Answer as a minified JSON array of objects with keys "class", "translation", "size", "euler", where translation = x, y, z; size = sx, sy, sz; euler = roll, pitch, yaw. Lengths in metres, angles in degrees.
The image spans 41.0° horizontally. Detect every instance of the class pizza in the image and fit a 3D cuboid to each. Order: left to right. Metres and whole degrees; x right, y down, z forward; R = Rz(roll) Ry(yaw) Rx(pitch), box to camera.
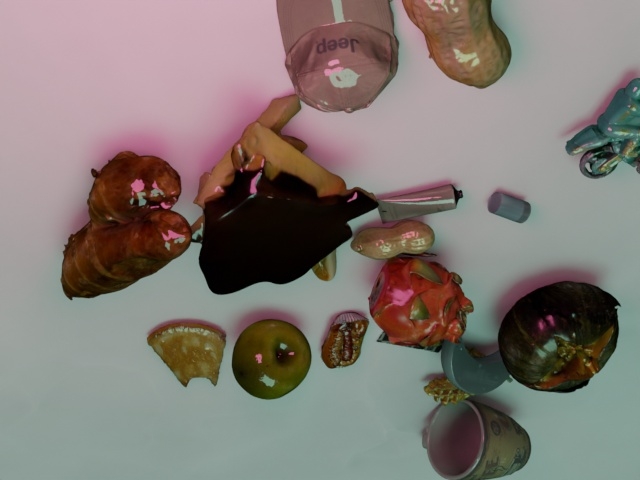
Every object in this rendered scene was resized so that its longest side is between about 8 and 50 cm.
[{"class":"pizza","translation":[-0.310,0.284,2.121],"size":[0.181,0.034,0.262],"euler":[-13,135,3]}]

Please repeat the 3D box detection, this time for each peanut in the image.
[{"class":"peanut","translation":[0.159,-0.001,1.895],"size":[0.187,0.082,0.082],"euler":[-12,135,2]},{"class":"peanut","translation":[0.245,-0.379,1.503],"size":[0.149,0.149,0.313],"euler":[-26,136,15]}]

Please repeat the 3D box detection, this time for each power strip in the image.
[{"class":"power strip","translation":[0.417,0.320,2.231],"size":[0.253,0.054,0.167],"euler":[17,96,-30]}]

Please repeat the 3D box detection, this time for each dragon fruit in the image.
[{"class":"dragon fruit","translation":[0.227,0.139,1.962],"size":[0.227,0.224,0.224],"euler":[10,132,-13]}]

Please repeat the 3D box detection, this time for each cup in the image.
[{"class":"cup","translation":[0.443,0.592,2.473],"size":[0.257,0.227,0.301],"euler":[21,156,-33]}]

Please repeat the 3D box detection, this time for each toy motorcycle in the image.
[{"class":"toy motorcycle","translation":[0.648,-0.236,1.741],"size":[0.297,0.109,0.198],"euler":[-35,129,20]}]

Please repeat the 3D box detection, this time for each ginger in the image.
[{"class":"ginger","translation":[-0.396,-0.026,1.691],"size":[0.176,0.254,0.418],"euler":[-7,163,-40]},{"class":"ginger","translation":[-0.100,-0.087,1.709],"size":[0.359,0.211,0.413],"euler":[-3,146,-26]}]

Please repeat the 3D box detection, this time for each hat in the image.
[{"class":"hat","translation":[0.024,-0.348,1.482],"size":[0.214,0.149,0.244],"euler":[-12,146,9]}]

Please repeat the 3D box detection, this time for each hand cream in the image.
[{"class":"hand cream","translation":[0.216,-0.081,1.853],"size":[0.186,0.054,0.087],"euler":[-12,142,10]}]

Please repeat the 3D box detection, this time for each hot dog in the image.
[{"class":"hot dog","translation":[0.060,0.255,2.151],"size":[0.108,0.059,0.191],"euler":[-2,133,-15]}]

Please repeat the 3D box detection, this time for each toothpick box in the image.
[{"class":"toothpick box","translation":[0.418,-0.073,1.895],"size":[0.083,0.052,0.052],"euler":[17,129,-24]}]

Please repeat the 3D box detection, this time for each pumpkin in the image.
[{"class":"pumpkin","translation":[0.589,0.240,2.129],"size":[0.321,0.192,0.320],"euler":[-14,134,-14]}]

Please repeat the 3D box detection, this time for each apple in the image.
[{"class":"apple","translation":[-0.123,0.286,2.055],"size":[0.197,0.196,0.157],"euler":[14,150,-23]}]

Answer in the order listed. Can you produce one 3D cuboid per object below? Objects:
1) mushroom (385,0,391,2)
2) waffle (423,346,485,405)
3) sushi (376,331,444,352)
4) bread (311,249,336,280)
[{"class":"mushroom","translation":[0.125,-0.459,1.476],"size":[0.049,0.019,0.101],"euler":[3,134,-11]},{"class":"waffle","translation":[0.376,0.370,2.324],"size":[0.194,0.051,0.149],"euler":[-40,122,19]},{"class":"sushi","translation":[0.262,0.245,2.196],"size":[0.201,0.031,0.139],"euler":[12,130,-22]},{"class":"bread","translation":[0.000,0.000,1.885],"size":[0.073,0.053,0.214],"euler":[9,134,19]}]
